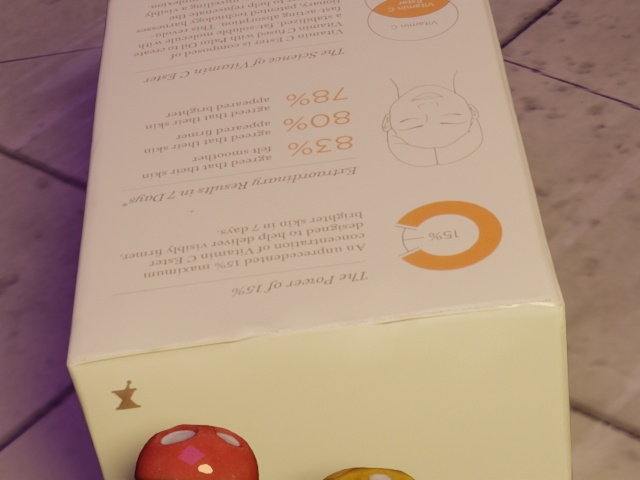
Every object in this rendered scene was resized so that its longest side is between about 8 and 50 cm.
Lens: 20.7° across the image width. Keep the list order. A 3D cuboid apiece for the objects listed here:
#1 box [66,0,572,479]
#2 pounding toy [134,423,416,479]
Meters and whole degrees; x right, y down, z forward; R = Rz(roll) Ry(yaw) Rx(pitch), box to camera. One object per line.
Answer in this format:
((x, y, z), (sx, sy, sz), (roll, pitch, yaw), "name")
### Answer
((0.000, 0.000, 0.915), (0.215, 0.168, 0.345), (-7, 37, 3), "box")
((0.002, 0.131, 0.694), (0.183, 0.110, 0.237), (12, -13, -39), "pounding toy")
